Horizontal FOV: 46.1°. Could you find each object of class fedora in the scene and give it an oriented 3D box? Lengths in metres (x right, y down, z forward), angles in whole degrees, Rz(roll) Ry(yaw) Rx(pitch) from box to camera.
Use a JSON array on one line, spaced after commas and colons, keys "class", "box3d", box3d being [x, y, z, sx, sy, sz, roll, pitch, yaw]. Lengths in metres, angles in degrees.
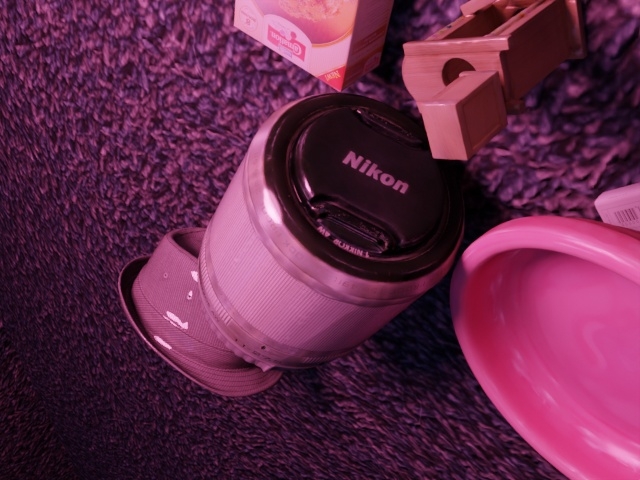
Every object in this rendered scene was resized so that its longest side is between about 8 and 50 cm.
[{"class": "fedora", "box3d": [-0.144, 0.075, 1.052, 0.275, 0.244, 0.124, 42, 116, 27]}]

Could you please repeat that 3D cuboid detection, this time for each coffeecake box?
[{"class": "coffeecake box", "box3d": [-0.003, -0.254, 0.683, 0.142, 0.068, 0.185, 35, 143, 20]}]

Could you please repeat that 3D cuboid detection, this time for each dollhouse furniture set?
[{"class": "dollhouse furniture set", "box3d": [0.096, -0.173, 0.545, 0.101, 0.182, 0.160, 10, 129, 44]}]

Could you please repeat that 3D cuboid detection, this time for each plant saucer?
[{"class": "plant saucer", "box3d": [0.266, 0.111, 0.666, 0.332, 0.084, 0.332, 40, 153, 26]}]

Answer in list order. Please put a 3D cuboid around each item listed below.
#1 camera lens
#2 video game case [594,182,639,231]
[{"class": "camera lens", "box3d": [0.000, 0.000, 0.778, 0.219, 0.219, 0.274, 47, 145, 6]}, {"class": "video game case", "box3d": [0.342, 0.020, 0.585, 0.201, 0.023, 0.183, -18, 107, 53]}]
